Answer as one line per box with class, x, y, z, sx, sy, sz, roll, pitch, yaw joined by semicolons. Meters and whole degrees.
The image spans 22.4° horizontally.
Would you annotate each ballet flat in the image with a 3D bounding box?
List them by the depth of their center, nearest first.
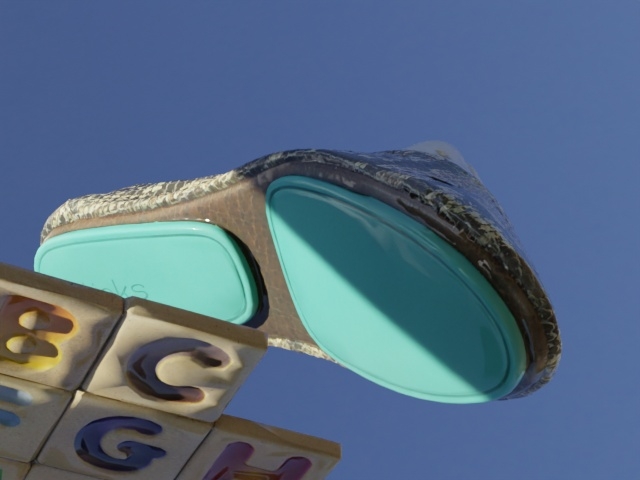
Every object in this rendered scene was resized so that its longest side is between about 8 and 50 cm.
ballet flat;0.000;0.000;1.094;0.182;0.482;0.164;-33;-67;-38

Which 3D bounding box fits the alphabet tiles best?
alphabet tiles;-0.167;0.115;0.696;0.285;0.342;0.011;17;-133;-18
